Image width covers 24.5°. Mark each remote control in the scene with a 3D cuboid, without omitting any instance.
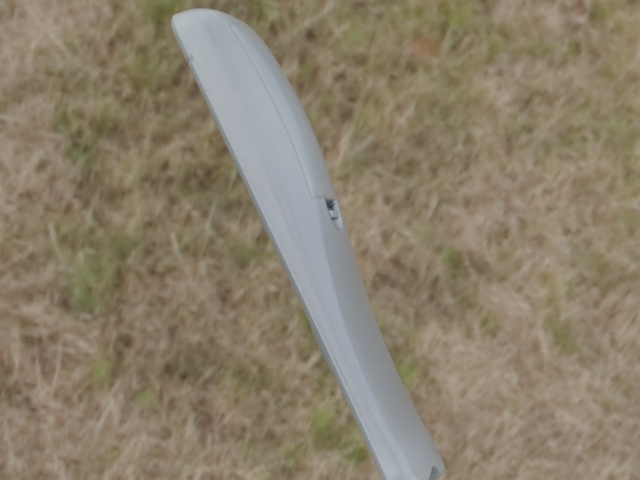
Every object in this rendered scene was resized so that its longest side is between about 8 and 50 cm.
[{"bbox_3d":[0.000,0.000,0.515,0.184,0.027,0.050,65,16,8],"label":"remote control"}]
